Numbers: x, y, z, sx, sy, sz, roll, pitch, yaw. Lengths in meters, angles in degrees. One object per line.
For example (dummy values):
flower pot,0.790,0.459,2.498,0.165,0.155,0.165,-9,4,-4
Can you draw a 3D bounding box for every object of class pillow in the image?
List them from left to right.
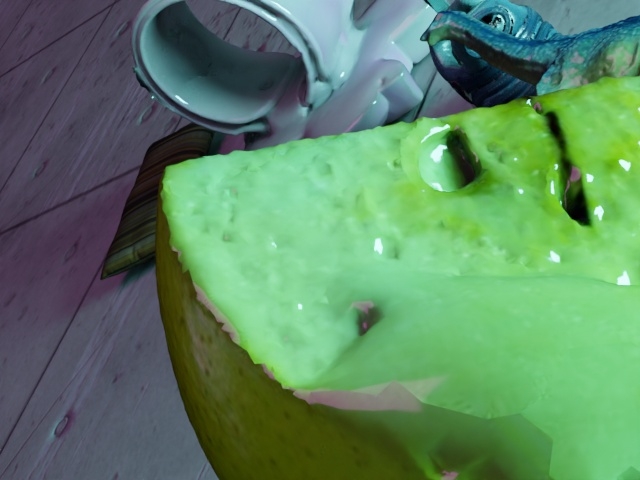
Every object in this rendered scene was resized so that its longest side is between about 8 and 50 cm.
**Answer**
pillow,-0.167,-0.048,1.605,0.113,0.038,0.203,-25,34,37

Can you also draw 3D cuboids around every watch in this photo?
watch,-0.046,-0.182,1.371,0.248,0.217,0.211,-25,35,44

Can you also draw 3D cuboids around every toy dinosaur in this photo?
toy dinosaur,0.207,-0.103,0.963,0.363,0.076,0.147,-3,67,38

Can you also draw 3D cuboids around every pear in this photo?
pear,0.116,0.089,0.695,0.342,0.238,0.318,-12,43,-10

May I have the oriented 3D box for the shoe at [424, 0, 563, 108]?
shoe,0.139,-0.128,1.119,0.091,0.106,0.207,-49,31,5
